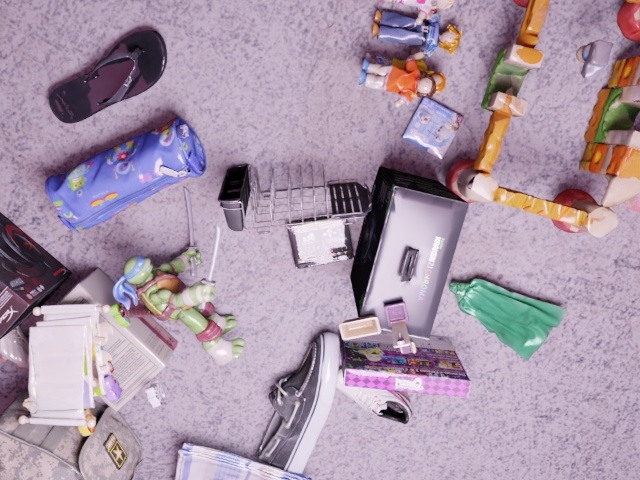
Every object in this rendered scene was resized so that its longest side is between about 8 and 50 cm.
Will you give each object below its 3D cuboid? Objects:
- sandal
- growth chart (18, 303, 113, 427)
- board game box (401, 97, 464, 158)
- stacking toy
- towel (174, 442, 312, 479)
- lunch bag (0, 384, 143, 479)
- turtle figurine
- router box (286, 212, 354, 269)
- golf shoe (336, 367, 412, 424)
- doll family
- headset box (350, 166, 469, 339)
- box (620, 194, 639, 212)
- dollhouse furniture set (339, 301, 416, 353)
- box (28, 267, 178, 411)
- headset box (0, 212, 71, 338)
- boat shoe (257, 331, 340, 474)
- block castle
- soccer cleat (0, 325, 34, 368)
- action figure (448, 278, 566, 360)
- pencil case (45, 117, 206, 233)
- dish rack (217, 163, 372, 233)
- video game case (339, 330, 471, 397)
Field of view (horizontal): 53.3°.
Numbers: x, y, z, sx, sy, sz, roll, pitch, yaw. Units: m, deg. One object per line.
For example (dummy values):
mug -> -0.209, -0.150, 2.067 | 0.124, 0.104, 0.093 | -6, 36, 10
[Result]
sandal -> -0.393, -0.298, 1.195 | 0.254, 0.054, 0.097 | -33, 101, 7
growth chart -> -0.459, 0.227, 1.156 | 0.171, 0.021, 0.238 | 6, 91, 8
board game box -> 0.218, -0.219, 1.238 | 0.090, 0.020, 0.090 | 26, 103, -7
stacking toy -> -0.410, 0.241, 1.192 | 0.166, 0.052, 0.221 | -21, 102, 4
towel -> -0.176, 0.533, 1.364 | 0.284, 0.034, 0.209 | 16, 127, -3
lunch bag -> -0.502, 0.427, 1.270 | 0.286, 0.235, 0.169 | 27, 102, -7
turtle figurine -> -0.219, 0.086, 1.207 | 0.275, 0.197, 0.266 | -53, 128, -27
router box -> 0.000, 0.000, 1.278 | 0.122, 0.038, 0.092 | -10, 104, 1
golf shoe -> 0.109, 0.322, 1.331 | 0.186, 0.086, 0.068 | 24, 103, -5
doll family -> 0.171, -0.356, 1.174 | 0.163, 0.118, 0.263 | 13, 85, 3
headset box -> 0.150, 0.014, 1.158 | 0.131, 0.283, 0.247 | 13, 104, -4
box -> 0.668, -0.102, 1.127 | 0.153, 0.300, 0.142 | 4, 103, -2
dollhouse furniture set -> 0.093, 0.167, 1.028 | 0.114, 0.081, 0.091 | -12, 115, 7
box -> -0.426, 0.195, 1.273 | 0.148, 0.127, 0.232 | -42, 100, 9
headset box -> -0.644, 0.028, 1.186 | 0.293, 0.218, 0.110 | 43, 98, -9
boat shoe -> -0.050, 0.338, 1.313 | 0.119, 0.121, 0.336 | 15, 105, -8
block castle -> 0.433, -0.251, 1.141 | 0.302, 0.213, 0.454 | 16, 100, 0
soccer cleat -> -0.642, 0.181, 1.301 | 0.076, 0.068, 0.196 | -43, 97, 6
action figure -> 0.363, 0.139, 1.301 | 0.232, 0.063, 0.137 | 27, 103, -11
pencil case -> -0.361, -0.120, 1.200 | 0.305, 0.133, 0.119 | -24, 135, 6
dish rack -> -0.042, -0.086, 1.178 | 0.271, 0.208, 0.074 | -5, 115, 0
video game case -> 0.155, 0.233, 1.246 | 0.231, 0.210, 0.042 | 6, 103, -3
